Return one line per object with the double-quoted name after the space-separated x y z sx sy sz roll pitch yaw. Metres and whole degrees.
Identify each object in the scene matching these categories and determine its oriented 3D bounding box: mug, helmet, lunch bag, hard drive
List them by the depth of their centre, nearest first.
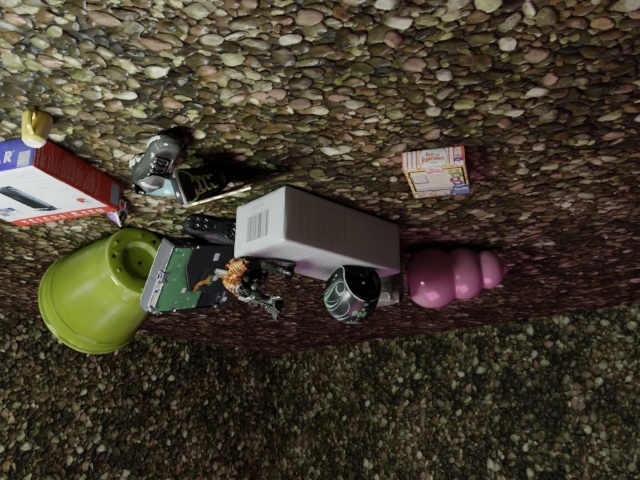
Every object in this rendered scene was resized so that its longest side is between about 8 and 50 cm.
-0.605 -0.235 1.390 0.062 0.064 0.078 -6 160 21 "mug"
0.088 0.158 1.917 0.169 0.169 0.161 9 142 -24 "helmet"
-0.381 0.104 2.049 0.064 0.237 0.339 33 -161 31 "hard drive"
0.158 0.145 2.228 0.235 0.169 0.287 -3 -171 9 "lunch bag"

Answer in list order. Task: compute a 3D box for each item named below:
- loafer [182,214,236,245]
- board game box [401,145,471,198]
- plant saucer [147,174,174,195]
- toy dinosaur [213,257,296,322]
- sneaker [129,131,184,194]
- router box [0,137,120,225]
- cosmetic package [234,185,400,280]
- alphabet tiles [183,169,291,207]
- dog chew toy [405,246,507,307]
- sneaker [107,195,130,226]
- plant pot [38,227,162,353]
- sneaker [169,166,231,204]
-0.306 -0.028 1.997 0.223 0.076 0.078 12 164 -19 "loafer"
0.287 -0.163 1.615 0.146 0.045 0.193 -4 161 15 "board game box"
-0.420 -0.148 1.713 0.119 0.021 0.119 1 161 0 "plant saucer"
-0.196 0.116 1.818 0.218 0.164 0.322 17 -176 3 "toy dinosaur"
-0.378 -0.167 1.521 0.078 0.106 0.234 12 158 -34 "sneaker"
-0.731 -0.138 1.651 0.335 0.082 0.301 -7 160 21 "router box"
0.000 0.000 1.924 0.453 0.162 0.230 17 156 -40 "cosmetic package"
-0.215 -0.124 1.626 0.237 0.009 0.198 -12 -169 29 "alphabet tiles"
0.457 0.112 2.219 0.331 0.207 0.206 -10 161 4 "dog chew toy"
-0.580 -0.096 1.837 0.071 0.068 0.170 18 159 9 "sneaker"
-0.659 0.134 2.130 0.366 0.367 0.353 16 144 -39 "plant pot"
-0.276 -0.145 1.568 0.097 0.084 0.235 -16 -171 14 "sneaker"
